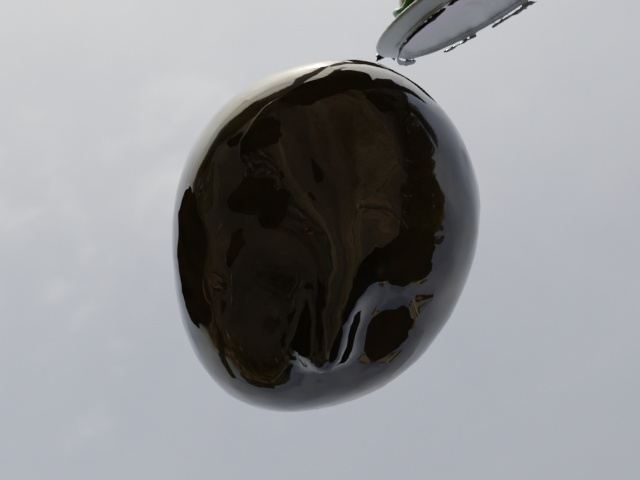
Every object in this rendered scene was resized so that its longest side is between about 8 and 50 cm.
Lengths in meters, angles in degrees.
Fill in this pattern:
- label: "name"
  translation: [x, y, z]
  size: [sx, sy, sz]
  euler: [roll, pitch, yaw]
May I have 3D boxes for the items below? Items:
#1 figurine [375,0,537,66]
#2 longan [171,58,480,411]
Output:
- label: "figurine"
  translation: [0.051, -0.187, 0.801]
  size: [0.132, 0.132, 0.153]
  euler: [-32, -97, 18]
- label: "longan"
  translation: [0.000, 0.000, 0.451]
  size: [0.113, 0.092, 0.113]
  euler: [-60, -165, 27]
